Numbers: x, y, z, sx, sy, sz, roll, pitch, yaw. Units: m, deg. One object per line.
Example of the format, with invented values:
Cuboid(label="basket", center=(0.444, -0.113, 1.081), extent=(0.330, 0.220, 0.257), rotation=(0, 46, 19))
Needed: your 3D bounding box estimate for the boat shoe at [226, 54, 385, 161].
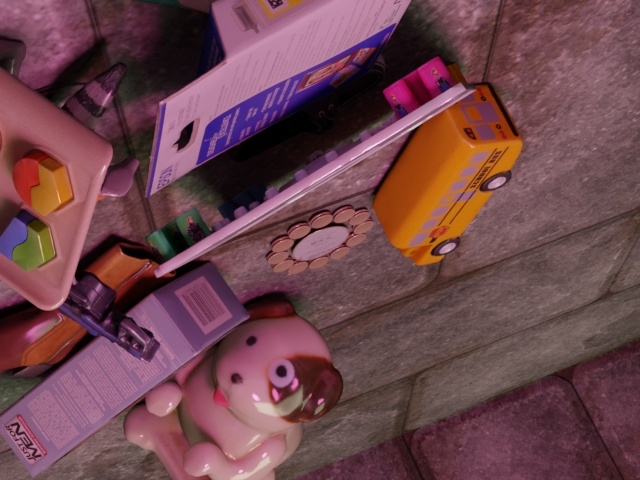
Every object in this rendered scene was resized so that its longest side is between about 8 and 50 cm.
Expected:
Cuboid(label="boat shoe", center=(-0.018, -0.160, 1.387), extent=(0.229, 0.076, 0.080), rotation=(-21, 156, -7))

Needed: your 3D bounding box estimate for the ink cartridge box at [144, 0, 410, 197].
Cuboid(label="ink cartridge box", center=(-0.052, -0.180, 1.125), extent=(0.307, 0.072, 0.303), rotation=(-29, 174, -17))

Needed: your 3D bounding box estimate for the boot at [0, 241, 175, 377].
Cuboid(label="boot", center=(-0.367, 0.099, 1.563), extent=(0.280, 0.096, 0.264), rotation=(-34, 154, 18))

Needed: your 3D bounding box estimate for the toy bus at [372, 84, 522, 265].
Cuboid(label="toy bus", center=(0.179, -0.085, 1.682), extent=(0.130, 0.108, 0.332), rotation=(-11, 152, -28))

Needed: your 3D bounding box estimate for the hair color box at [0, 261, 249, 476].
Cuboid(label="hair color box", center=(-0.303, 0.196, 1.720), extent=(0.374, 0.113, 0.185), rotation=(-37, 178, 26))

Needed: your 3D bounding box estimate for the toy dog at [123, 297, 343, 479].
Cuboid(label="toy dog", center=(-0.112, 0.291, 1.973), extent=(0.395, 0.284, 0.408), rotation=(-11, 150, -29))

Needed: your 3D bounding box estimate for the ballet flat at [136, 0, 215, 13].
Cuboid(label="ballet flat", center=(-0.071, -0.267, 1.109), extent=(0.247, 0.087, 0.083), rotation=(-20, 156, -10))

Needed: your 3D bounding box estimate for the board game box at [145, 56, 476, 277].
Cuboid(label="board game box", center=(0.003, -0.100, 1.370), extent=(0.390, 0.050, 0.390), rotation=(-30, -178, 12))

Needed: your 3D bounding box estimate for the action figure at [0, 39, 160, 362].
Cuboid(label="action figure", center=(-0.278, -0.032, 1.238), extent=(0.178, 0.341, 0.330), rotation=(-59, -173, -36))

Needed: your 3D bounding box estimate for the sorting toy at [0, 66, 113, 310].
Cuboid(label="sorting toy", center=(-0.308, -0.053, 1.104), extent=(0.038, 0.193, 0.208), rotation=(-40, 160, -55))

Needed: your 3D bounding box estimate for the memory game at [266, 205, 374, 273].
Cuboid(label="memory game", center=(0.000, 0.000, 1.806), extent=(0.186, 0.012, 0.186), rotation=(-21, 156, -10))
